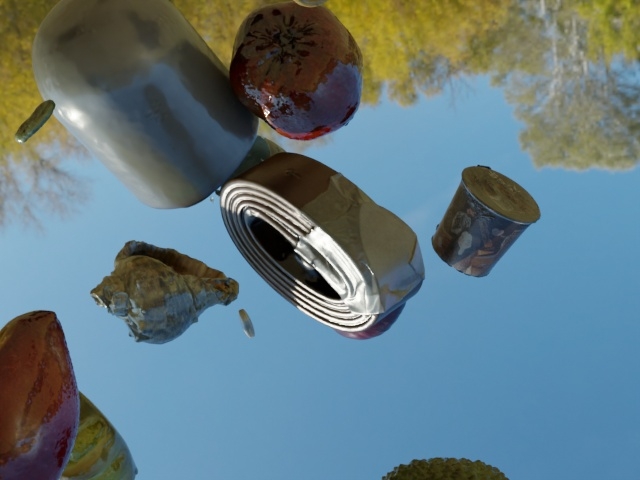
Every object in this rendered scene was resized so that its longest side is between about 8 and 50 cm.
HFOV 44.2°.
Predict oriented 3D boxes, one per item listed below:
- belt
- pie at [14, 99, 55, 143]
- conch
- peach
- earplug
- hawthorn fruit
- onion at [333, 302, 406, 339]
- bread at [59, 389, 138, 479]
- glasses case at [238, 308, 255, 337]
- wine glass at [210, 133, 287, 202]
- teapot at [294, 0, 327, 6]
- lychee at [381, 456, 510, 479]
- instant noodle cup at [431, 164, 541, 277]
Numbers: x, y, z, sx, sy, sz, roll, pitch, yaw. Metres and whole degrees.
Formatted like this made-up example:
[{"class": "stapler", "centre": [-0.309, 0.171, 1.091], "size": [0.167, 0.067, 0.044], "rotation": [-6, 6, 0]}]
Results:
[{"class": "belt", "centre": [0.000, 0.000, 1.240], "size": [0.338, 0.217, 0.122], "rotation": [37, -131, 20]}, {"class": "pie", "centre": [-0.448, -0.186, 1.233], "size": [0.085, 0.017, 0.085], "rotation": [-31, -147, 23]}, {"class": "conch", "centre": [-0.300, 0.108, 1.467], "size": [0.291, 0.159, 0.210], "rotation": [16, -172, -44]}, {"class": "peach", "centre": [-0.334, 0.207, 0.816], "size": [0.267, 0.154, 0.159], "rotation": [-49, -160, -16]}, {"class": "earplug", "centre": [-0.344, -0.286, 1.485], "size": [0.312, 0.394, 0.313], "rotation": [-17, -130, 22]}, {"class": "hawthorn fruit", "centre": [-0.038, -0.303, 1.516], "size": [0.254, 0.300, 0.254], "rotation": [-3, -114, 8]}, {"class": "onion", "centre": [0.087, 0.108, 1.970], "size": [0.273, 0.285, 0.273], "rotation": [-39, -146, 34]}, {"class": "bread", "centre": [-0.513, 0.390, 1.532], "size": [0.333, 0.333, 0.160], "rotation": [11, -137, 42]}, {"class": "glasses case", "centre": [-0.143, 0.161, 1.531], "size": [0.021, 0.083, 0.032], "rotation": [-23, -123, -7]}, {"class": "wine glass", "centre": [-0.085, -0.094, 1.781], "size": [0.190, 0.357, 0.190], "rotation": [-17, -120, 32]}, {"class": "teapot", "centre": [-0.075, -0.488, 1.209], "size": [0.167, 0.311, 0.203], "rotation": [-43, -147, 17]}, {"class": "lychee", "centre": [0.195, 0.483, 1.277], "size": [0.320, 0.270, 0.270], "rotation": [-6, -157, 34]}, {"class": "instant noodle cup", "centre": [0.394, -0.041, 1.936], "size": [0.217, 0.207, 0.217], "rotation": [19, -146, -13]}]
